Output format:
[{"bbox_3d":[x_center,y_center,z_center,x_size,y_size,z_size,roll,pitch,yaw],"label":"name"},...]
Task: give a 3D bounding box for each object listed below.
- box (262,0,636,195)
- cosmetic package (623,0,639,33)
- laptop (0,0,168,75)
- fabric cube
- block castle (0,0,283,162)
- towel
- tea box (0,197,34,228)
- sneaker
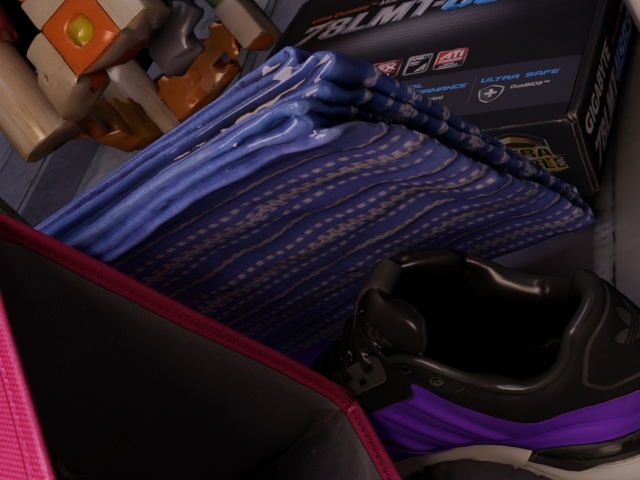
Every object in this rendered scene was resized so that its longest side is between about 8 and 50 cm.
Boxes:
[{"bbox_3d":[0.088,-0.140,0.788,0.296,0.073,0.293,-5,42,32],"label":"box"},{"bbox_3d":[0.207,-0.229,0.558,0.155,0.365,0.197,-24,38,22],"label":"cosmetic package"},{"bbox_3d":[-0.276,-0.297,1.092,0.234,0.264,0.136,-52,13,25],"label":"laptop"},{"bbox_3d":[-0.095,0.195,0.392,0.258,0.254,0.259,-42,49,12],"label":"fabric cube"},{"bbox_3d":[-0.130,-0.285,0.897,0.453,0.213,0.303,-42,-8,20],"label":"block castle"},{"bbox_3d":[-0.007,0.013,0.541,0.243,0.336,0.040,-30,69,25],"label":"towel"},{"bbox_3d":[-0.368,0.046,0.817,0.220,0.329,0.323,-42,35,-2],"label":"tea box"},{"bbox_3d":[0.049,0.064,0.569,0.293,0.146,0.102,-11,45,34],"label":"sneaker"}]
